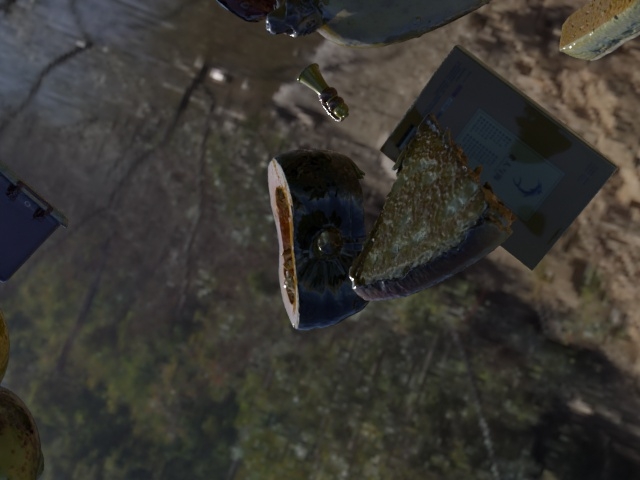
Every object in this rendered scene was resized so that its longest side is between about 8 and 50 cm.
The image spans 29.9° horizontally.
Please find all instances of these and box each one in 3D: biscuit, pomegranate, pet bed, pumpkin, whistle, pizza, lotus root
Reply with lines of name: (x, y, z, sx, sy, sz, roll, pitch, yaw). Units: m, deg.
biscuit: (0.346, -0.257, 1.372, 0.056, 0.052, 0.188, 14, 164, -19)
pomegranate: (-0.460, 0.281, 1.497, 0.204, 0.222, 0.276, 0, 158, 0)
pet bed: (-0.126, -0.439, 1.900, 0.053, 0.201, 0.201, -16, 158, 31)
pumpkin: (0.000, 0.000, 2.070, 0.139, 0.317, 0.222, -7, -168, -18)
whistle: (0.006, -0.241, 2.029, 0.046, 0.057, 0.109, -22, -110, -44)
pizza: (0.134, -0.025, 1.664, 0.074, 0.251, 0.287, 38, -160, -31)
lotus root: (0.091, -0.320, 1.395, 0.151, 0.343, 0.169, -113, -1, -48)

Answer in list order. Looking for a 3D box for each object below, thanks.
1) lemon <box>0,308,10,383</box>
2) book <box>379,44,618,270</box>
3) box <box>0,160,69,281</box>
lemon: (-0.467, 0.109, 1.399, 0.244, 0.187, 0.187, 45, 173, -11)
book: (0.337, -0.158, 2.302, 0.389, 0.269, 0.032, 40, -158, 6)
box: (-0.603, -0.057, 2.157, 0.193, 0.167, 0.294, 43, 171, -34)
